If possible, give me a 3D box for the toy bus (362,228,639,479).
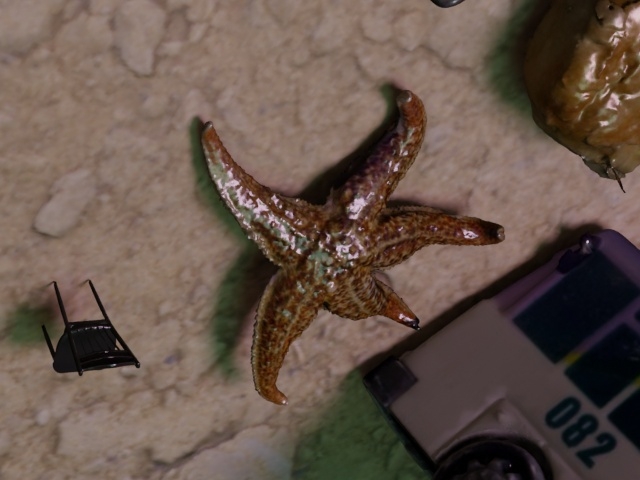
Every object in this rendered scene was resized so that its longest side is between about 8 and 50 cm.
[{"bbox_3d":[0.239,0.197,1.197,0.249,0.440,0.209,-39,136,-3],"label":"toy bus"}]

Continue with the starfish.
[{"bbox_3d":[0.004,0.005,1.160,0.238,0.057,0.213,28,104,-43],"label":"starfish"}]

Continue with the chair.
[{"bbox_3d":[-0.134,0.062,1.114,0.037,0.086,0.042,-5,125,-23],"label":"chair"}]

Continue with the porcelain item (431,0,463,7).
[{"bbox_3d":[0.153,-0.177,1.060,0.215,0.081,0.069,-21,138,-8],"label":"porcelain item"}]

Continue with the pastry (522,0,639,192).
[{"bbox_3d":[0.192,-0.107,1.143,0.153,0.081,0.153,-10,123,-16],"label":"pastry"}]
